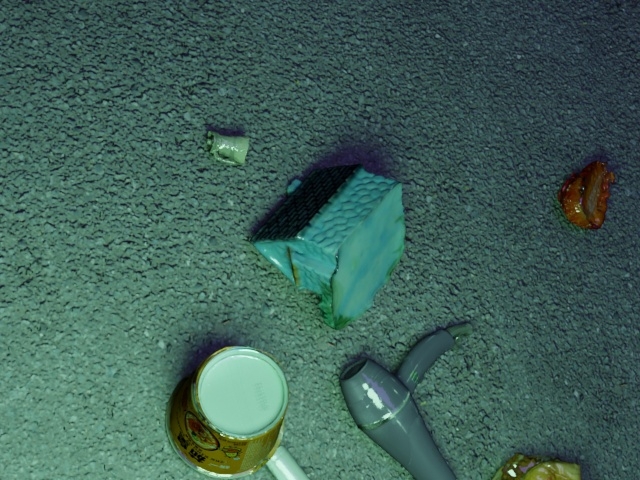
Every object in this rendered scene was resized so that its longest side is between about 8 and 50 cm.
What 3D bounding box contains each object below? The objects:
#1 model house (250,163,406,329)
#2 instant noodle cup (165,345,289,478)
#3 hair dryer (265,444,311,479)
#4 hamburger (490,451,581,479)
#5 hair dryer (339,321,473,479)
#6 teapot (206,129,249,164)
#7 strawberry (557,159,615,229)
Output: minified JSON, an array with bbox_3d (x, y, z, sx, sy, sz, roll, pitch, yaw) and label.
[{"bbox_3d":[0.000,0.000,2.046,0.241,0.226,0.261,24,52,25],"label":"model house"},{"bbox_3d":[-0.151,0.286,1.833,0.215,0.172,0.216,6,63,-12],"label":"instant noodle cup"},{"bbox_3d":[-0.033,0.470,1.909,0.173,0.107,0.357,-35,81,-32],"label":"hair dryer"},{"bbox_3d":[0.406,0.540,2.054,0.282,0.155,0.245,-25,81,-27],"label":"hamburger"},{"bbox_3d":[0.218,0.287,2.089,0.301,0.121,0.361,52,53,-12],"label":"hair dryer"},{"bbox_3d":[-0.183,-0.182,2.073,0.083,0.057,0.067,14,64,-14],"label":"teapot"},{"bbox_3d":[0.607,-0.103,2.431,0.121,0.082,0.188,55,47,-23],"label":"strawberry"}]
